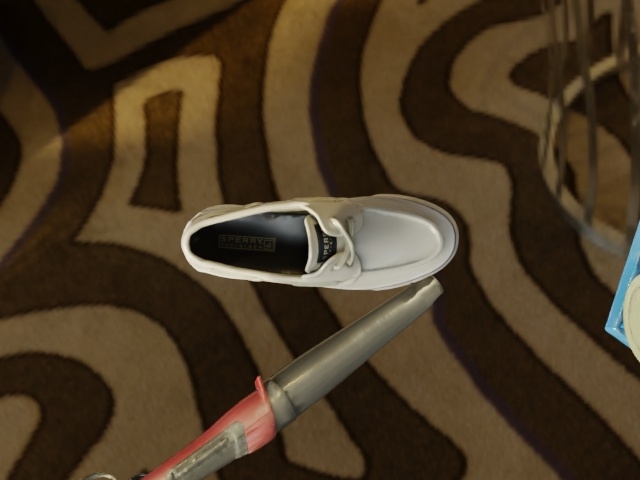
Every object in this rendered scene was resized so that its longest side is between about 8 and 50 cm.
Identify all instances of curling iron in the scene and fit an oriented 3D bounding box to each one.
[{"bbox_3d":[-0.041,0.099,0.755,0.274,0.035,0.068,-35,22,-8],"label":"curling iron"}]

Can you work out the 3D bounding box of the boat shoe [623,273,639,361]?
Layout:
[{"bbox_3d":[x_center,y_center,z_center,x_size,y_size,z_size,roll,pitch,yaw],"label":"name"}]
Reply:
[{"bbox_3d":[0.258,0.056,0.684,0.069,0.081,0.228,-6,9,-26],"label":"boat shoe"}]

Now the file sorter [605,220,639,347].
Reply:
[{"bbox_3d":[0.324,0.021,1.006,0.104,0.118,0.170,2,65,51],"label":"file sorter"}]

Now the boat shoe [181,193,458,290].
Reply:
[{"bbox_3d":[0.000,0.000,1.200,0.267,0.096,0.088,4,4,0],"label":"boat shoe"}]
